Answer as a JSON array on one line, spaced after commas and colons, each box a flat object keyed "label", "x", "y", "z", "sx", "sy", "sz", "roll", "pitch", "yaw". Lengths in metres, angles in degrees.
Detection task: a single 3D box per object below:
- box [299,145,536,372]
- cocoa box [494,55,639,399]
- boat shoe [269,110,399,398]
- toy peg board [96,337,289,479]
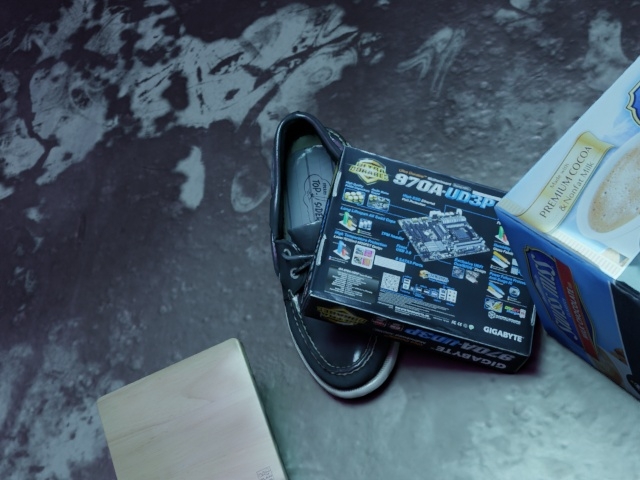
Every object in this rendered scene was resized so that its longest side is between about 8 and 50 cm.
[{"label": "box", "x": 0.105, "y": 0.017, "z": 1.073, "sx": 0.220, "sy": 0.051, "sz": 0.175, "roll": 15, "pitch": 60, "yaw": -4}, {"label": "cocoa box", "x": 0.363, "y": -0.036, "z": 0.945, "sx": 0.347, "sy": 0.231, "sz": 0.228, "roll": -45, "pitch": 52, "yaw": -10}, {"label": "boat shoe", "x": 0.004, "y": -0.002, "z": 1.157, "sx": 0.127, "sy": 0.113, "sz": 0.340, "roll": -13, "pitch": 53, "yaw": 15}, {"label": "toy peg board", "x": -0.119, "y": 0.208, "z": 1.104, "sx": 0.161, "sy": 0.079, "sz": 0.160, "roll": -25, "pitch": 67, "yaw": 7}]
